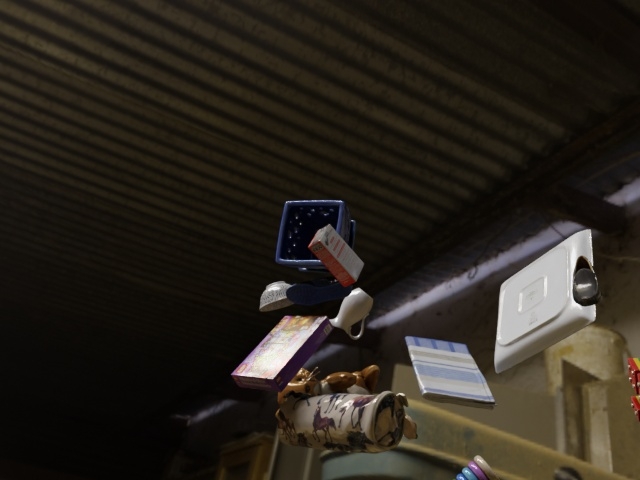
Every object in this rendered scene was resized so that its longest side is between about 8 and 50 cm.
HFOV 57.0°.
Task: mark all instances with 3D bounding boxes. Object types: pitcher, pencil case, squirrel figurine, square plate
[{"bbox_3d":[0.163,0.337,2.696,0.178,0.207,0.125,39,-1,-22],"label":"pitcher"},{"bbox_3d":[0.058,0.514,1.707,0.411,0.183,0.160,-14,-57,42],"label":"pencil case"},{"bbox_3d":[-0.013,0.603,2.213,0.371,0.280,0.397,13,-21,-26],"label":"squirrel figurine"},{"bbox_3d":[0.603,0.160,1.631,0.049,0.344,0.347,33,-45,-9],"label":"square plate"}]

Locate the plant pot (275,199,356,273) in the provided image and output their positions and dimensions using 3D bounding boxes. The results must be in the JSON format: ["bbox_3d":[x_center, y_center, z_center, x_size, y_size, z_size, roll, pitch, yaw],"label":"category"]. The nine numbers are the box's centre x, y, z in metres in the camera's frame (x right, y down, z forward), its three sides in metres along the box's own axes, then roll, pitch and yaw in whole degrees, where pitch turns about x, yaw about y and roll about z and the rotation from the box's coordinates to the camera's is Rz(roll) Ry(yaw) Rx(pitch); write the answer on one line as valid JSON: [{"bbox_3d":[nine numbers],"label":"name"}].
[{"bbox_3d":[0.000,0.000,2.109,0.236,0.235,0.212,2,-16,24],"label":"plant pot"}]

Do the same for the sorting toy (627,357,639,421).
[{"bbox_3d":[1.066,0.518,1.894,0.090,0.255,0.256,-7,-76,16],"label":"sorting toy"}]

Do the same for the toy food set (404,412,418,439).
[{"bbox_3d":[0.287,0.610,1.925,0.020,0.082,0.083,-8,13,-33],"label":"toy food set"}]

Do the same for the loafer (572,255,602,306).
[{"bbox_3d":[0.590,0.092,1.321,0.062,0.170,0.061,-15,-73,22],"label":"loafer"}]

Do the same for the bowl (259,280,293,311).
[{"bbox_3d":[-0.158,0.202,2.216,0.170,0.080,0.170,-17,-14,-4],"label":"bowl"}]

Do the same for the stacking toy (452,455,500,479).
[{"bbox_3d":[0.576,1.047,2.436,0.330,0.141,0.141,-39,-44,-4],"label":"stacking toy"}]

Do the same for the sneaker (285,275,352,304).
[{"bbox_3d":[-0.004,0.173,2.070,0.233,0.090,0.081,-4,-79,2],"label":"sneaker"}]

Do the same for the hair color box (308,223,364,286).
[{"bbox_3d":[0.048,0.045,1.739,0.053,0.093,0.167,-29,-71,36],"label":"hair color box"}]

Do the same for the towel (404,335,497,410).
[{"bbox_3d":[0.359,0.370,1.673,0.210,0.285,0.034,10,-67,-8],"label":"towel"}]

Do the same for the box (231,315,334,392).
[{"bbox_3d":[-0.117,0.349,1.858,0.201,0.293,0.057,-8,-62,44],"label":"box"}]
